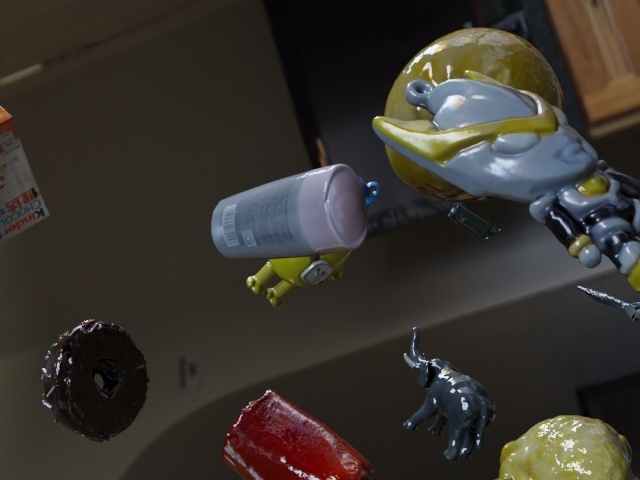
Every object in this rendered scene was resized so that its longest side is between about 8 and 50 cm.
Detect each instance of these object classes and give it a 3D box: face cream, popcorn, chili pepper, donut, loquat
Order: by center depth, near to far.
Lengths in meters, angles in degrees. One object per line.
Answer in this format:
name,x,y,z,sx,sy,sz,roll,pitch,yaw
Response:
popcorn,0.301,0.304,1.255,0.191,0.190,0.253,36,-176,4
loquat,0.197,-0.159,1.364,0.244,0.244,0.243,-18,-90,-79
face cream,-0.045,-0.027,1.376,0.073,0.269,0.107,-10,-90,-36
chili pepper,0.018,0.364,1.582,0.134,0.338,0.131,-33,-32,-58
donut,-0.494,0.306,2.326,0.270,0.103,0.269,17,-112,-52

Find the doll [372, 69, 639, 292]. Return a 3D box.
doll,0.195,-0.066,0.983,0.316,0.145,0.103,40,166,26

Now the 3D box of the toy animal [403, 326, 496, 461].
toy animal,0.200,0.266,1.782,0.082,0.137,0.269,16,-163,-33

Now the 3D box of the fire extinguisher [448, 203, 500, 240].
fire extinguisher,0.244,-0.025,1.696,0.083,0.038,0.025,31,173,-8

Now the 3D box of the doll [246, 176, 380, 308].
doll,0.000,0.000,2.344,0.199,0.363,0.145,38,-163,-28

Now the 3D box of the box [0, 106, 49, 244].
box,-0.647,-0.074,1.919,0.048,0.273,0.265,40,154,32

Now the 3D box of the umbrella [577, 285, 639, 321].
umbrella,0.580,0.120,2.034,0.044,0.044,0.269,32,-177,-26
